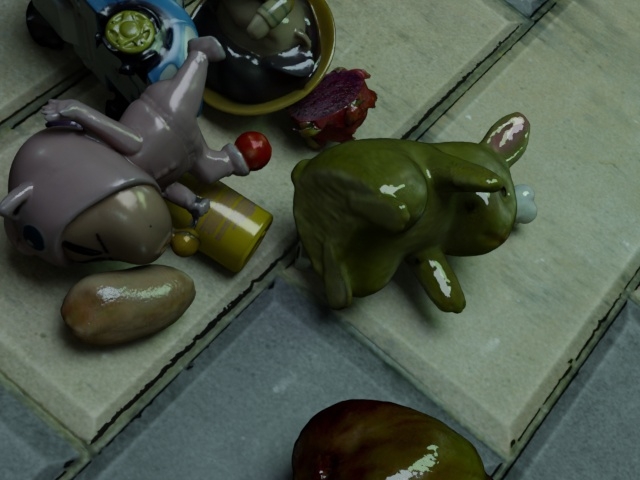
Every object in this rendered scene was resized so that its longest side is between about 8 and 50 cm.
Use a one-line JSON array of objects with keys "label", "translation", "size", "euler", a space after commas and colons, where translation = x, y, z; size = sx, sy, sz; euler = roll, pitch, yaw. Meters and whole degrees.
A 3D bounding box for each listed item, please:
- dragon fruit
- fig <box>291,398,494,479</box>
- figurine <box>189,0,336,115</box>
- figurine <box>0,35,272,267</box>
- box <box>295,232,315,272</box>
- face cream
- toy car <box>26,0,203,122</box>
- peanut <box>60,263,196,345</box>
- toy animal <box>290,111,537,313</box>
[{"label": "dragon fruit", "translation": [0.019, -0.156, 1.741], "size": [0.112, 0.068, 0.126], "euler": [-21, 33, 5]}, {"label": "fig", "translation": [0.109, 0.247, 1.425], "size": [0.274, 0.145, 0.170], "euler": [10, 37, -22]}, {"label": "figurine", "translation": [-0.067, -0.267, 1.670], "size": [0.167, 0.257, 0.192], "euler": [-18, 57, -27]}, {"label": "figurine", "translation": [-0.187, -0.069, 1.460], "size": [0.287, 0.176, 0.186], "euler": [-34, 69, -16]}, {"label": "box", "translation": [0.000, 0.000, 1.649], "size": [0.054, 0.024, 0.083], "euler": [14, 50, -13]}, {"label": "face cream", "translation": [-0.185, -0.067, 1.578], "size": [0.273, 0.078, 0.078], "euler": [32, 47, 2]}, {"label": "toy car", "translation": [-0.218, -0.256, 1.612], "size": [0.166, 0.198, 0.314], "euler": [-36, 72, -17]}, {"label": "peanut", "translation": [-0.196, 0.066, 1.470], "size": [0.152, 0.076, 0.076], "euler": [-11, 60, -33]}, {"label": "toy animal", "translation": [0.148, -0.039, 1.624], "size": [0.363, 0.181, 0.180], "euler": [-5, 42, -30]}]
